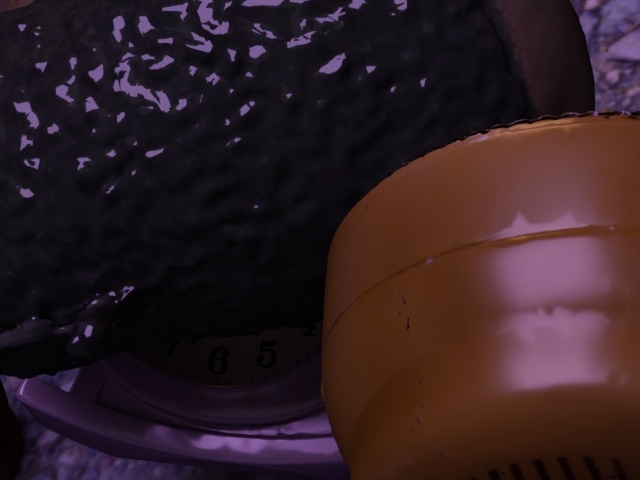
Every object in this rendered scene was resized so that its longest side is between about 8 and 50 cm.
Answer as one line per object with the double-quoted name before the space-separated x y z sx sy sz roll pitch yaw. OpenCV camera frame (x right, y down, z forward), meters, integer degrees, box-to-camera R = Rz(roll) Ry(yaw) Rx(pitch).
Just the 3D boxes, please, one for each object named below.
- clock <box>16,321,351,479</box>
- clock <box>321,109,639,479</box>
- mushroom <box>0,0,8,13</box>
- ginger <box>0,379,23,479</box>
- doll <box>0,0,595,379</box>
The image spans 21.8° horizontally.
"clock" 0.000 0.000 0.942 0.290 0.080 0.275 9 75 5
"clock" 0.133 0.085 0.708 0.244 0.317 0.200 -14 53 20
"mushroom" -0.162 -0.094 1.097 0.292 0.292 0.290 -36 60 -2
"ginger" -0.259 0.066 1.008 0.109 0.263 0.116 -23 41 -13
"doll" -0.048 -0.060 0.815 0.349 0.247 0.247 -25 43 5
